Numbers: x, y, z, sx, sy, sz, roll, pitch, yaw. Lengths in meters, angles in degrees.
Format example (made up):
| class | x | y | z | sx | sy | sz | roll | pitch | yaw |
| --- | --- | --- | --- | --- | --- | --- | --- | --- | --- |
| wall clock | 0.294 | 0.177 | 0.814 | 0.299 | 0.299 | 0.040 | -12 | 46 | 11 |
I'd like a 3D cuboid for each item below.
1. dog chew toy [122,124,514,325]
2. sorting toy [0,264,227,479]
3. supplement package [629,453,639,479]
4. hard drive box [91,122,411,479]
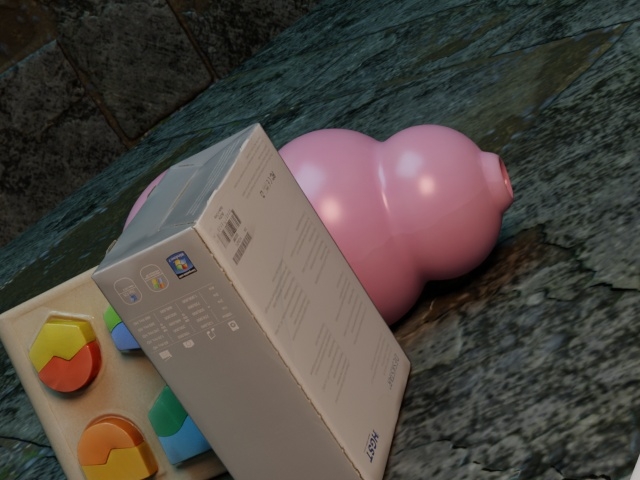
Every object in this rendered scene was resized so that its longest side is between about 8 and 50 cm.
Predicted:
| class | x | y | z | sx | sy | sz | roll | pitch | yaw |
| --- | --- | --- | --- | --- | --- | --- | --- | --- | --- |
| dog chew toy | 0.000 | 0.000 | 1.127 | 0.332 | 0.206 | 0.206 | -18 | 21 | 16 |
| sorting toy | -0.154 | 0.115 | 1.065 | 0.208 | 0.193 | 0.038 | -25 | 0 | 25 |
| supplement package | 0.240 | 0.102 | 0.493 | 0.194 | 0.149 | 0.203 | -18 | 22 | 38 |
| hard drive box | -0.038 | 0.060 | 0.947 | 0.089 | 0.232 | 0.181 | -25 | 18 | 22 |
